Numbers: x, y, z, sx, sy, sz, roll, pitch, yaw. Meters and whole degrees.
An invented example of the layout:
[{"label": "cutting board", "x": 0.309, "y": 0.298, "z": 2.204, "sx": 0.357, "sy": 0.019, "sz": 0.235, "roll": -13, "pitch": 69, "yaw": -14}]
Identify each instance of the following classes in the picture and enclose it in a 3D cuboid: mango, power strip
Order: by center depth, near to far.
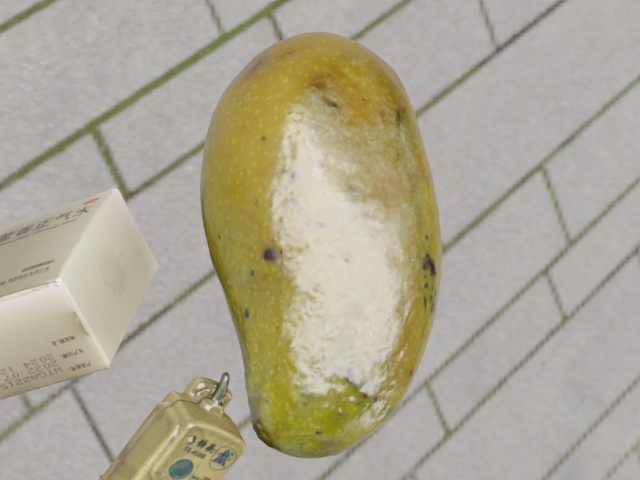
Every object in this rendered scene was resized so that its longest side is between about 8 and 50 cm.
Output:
[{"label": "power strip", "x": -0.149, "y": 0.214, "z": 0.958, "sx": 0.064, "sy": 0.044, "sz": 0.305, "roll": 31, "pitch": 100, "yaw": -38}, {"label": "mango", "x": 0.007, "y": -0.004, "z": 1.067, "sx": 0.175, "sy": 0.176, "sz": 0.329, "roll": 41, "pitch": 34, "yaw": -64}]

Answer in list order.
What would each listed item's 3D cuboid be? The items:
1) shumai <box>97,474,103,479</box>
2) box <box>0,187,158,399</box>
[{"label": "shumai", "x": -0.200, "y": 0.315, "z": 1.169, "sx": 0.218, "sy": 0.256, "sz": 0.189, "roll": -45, "pitch": 146, "yaw": -56}, {"label": "box", "x": -0.267, "y": 0.056, "z": 1.201, "sx": 0.168, "sy": 0.212, "sz": 0.095, "roll": -71, "pitch": 139, "yaw": -61}]
